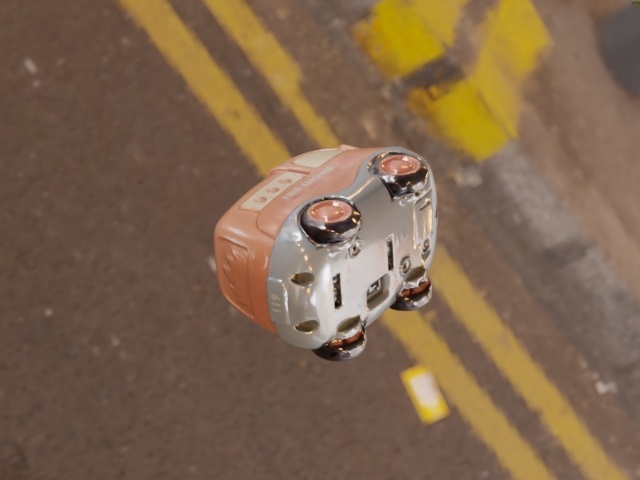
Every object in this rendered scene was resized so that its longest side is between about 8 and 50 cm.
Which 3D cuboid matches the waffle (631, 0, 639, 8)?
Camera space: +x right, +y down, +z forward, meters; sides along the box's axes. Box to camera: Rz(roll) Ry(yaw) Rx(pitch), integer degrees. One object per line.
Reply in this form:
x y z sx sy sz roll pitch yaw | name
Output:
0.385 -0.194 1.346 0.309 0.292 0.056 6 91 -18 | waffle

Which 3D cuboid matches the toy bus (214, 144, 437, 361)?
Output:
0.000 0.000 2.094 0.288 0.232 0.194 -37 132 -41 | toy bus
